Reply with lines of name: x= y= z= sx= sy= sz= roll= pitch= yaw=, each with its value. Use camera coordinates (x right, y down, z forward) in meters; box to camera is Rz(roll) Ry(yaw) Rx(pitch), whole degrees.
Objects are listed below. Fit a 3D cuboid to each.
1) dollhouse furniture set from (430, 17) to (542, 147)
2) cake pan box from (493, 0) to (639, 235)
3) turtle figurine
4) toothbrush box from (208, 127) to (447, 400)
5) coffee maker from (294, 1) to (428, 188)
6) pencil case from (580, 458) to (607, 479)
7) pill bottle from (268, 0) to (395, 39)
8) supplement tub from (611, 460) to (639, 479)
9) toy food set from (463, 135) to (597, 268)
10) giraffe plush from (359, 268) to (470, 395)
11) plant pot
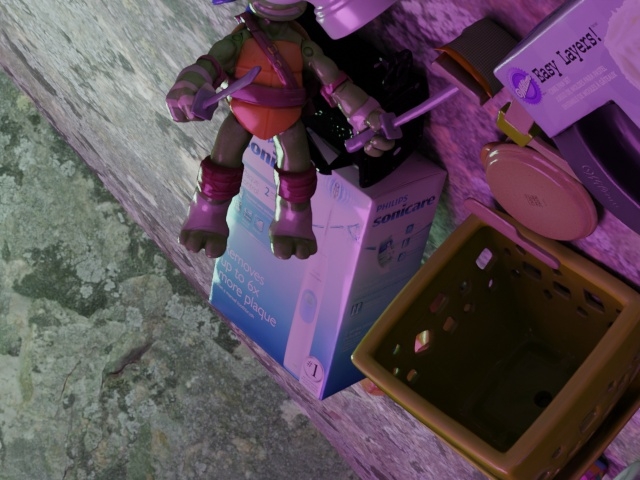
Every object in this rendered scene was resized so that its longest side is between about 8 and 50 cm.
dollhouse furniture set: x=0.167 y=-0.132 z=1.022 sx=0.152 sy=0.076 sz=0.058 roll=42 pitch=152 yaw=12
cake pan box: x=0.260 y=-0.082 z=0.853 sx=0.245 sy=0.070 sz=0.267 roll=50 pitch=161 yaw=-3
turtle figurine: x=-0.040 y=-0.090 z=1.153 sx=0.275 sy=0.198 sz=0.266 roll=36 pitch=130 yaw=33
toothbrush box: x=0.000 y=0.000 z=1.479 sx=0.216 sy=0.126 sz=0.295 roll=39 pitch=132 yaw=31
coffee maker: x=0.017 y=-0.170 z=1.294 sx=0.178 sy=0.120 sz=0.171 roll=39 pitch=133 yaw=25
pencil case: x=0.273 y=0.264 z=1.710 sx=0.236 sy=0.104 sz=0.104 roll=42 pitch=165 yaw=14
pill bottle: x=-0.033 y=-0.291 z=1.001 sx=0.264 sy=0.146 sz=0.146 roll=51 pitch=165 yaw=-17
supplement tub: x=0.438 y=0.445 z=1.500 sx=0.338 sy=0.207 sz=0.207 roll=43 pitch=165 yaw=11
toy food set: x=0.207 y=-0.053 z=1.190 sx=0.132 sy=0.038 sz=0.192 roll=37 pitch=159 yaw=11
giraffe plush: x=0.140 y=0.117 z=1.595 sx=0.210 sy=0.181 sz=0.170 roll=41 pitch=157 yaw=-2
plant pot: x=0.208 y=0.138 z=1.329 sx=0.228 sy=0.227 sz=0.207 roll=34 pitch=168 yaw=38
